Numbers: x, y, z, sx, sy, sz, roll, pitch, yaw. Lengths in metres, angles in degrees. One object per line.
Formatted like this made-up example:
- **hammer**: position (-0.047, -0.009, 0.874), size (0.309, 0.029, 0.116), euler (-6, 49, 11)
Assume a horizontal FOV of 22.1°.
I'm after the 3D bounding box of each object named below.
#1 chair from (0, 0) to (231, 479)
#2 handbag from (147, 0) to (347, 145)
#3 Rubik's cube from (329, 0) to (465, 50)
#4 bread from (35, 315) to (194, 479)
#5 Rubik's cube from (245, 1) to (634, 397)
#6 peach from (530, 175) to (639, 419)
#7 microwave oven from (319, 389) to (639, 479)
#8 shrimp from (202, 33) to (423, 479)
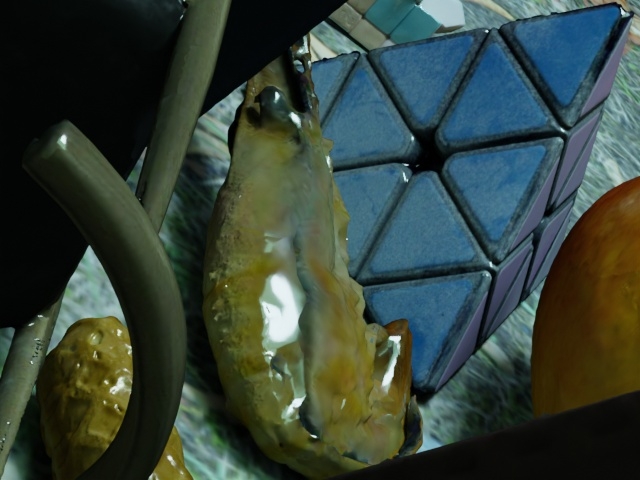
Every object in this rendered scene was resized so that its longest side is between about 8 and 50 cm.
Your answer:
- **chair**: position (-0.125, -0.044, 0.523), size (0.166, 0.188, 0.272), euler (21, 37, -19)
- **handbag**: position (-0.103, -0.206, 0.642), size (0.325, 0.269, 0.118), euler (39, 34, -26)
- **Rubik's cube**: position (0.050, -0.159, 1.007), size (0.075, 0.073, 0.084), euler (27, 34, -26)
- **bread**: position (-0.064, 0.093, 0.554), size (0.044, 0.052, 0.157), euler (13, 40, -35)
- **Rubik's cube**: position (0.076, -0.013, 0.790), size (0.211, 0.190, 0.178), euler (26, 50, -18)
- **peach**: position (0.242, 0.081, 0.714), size (0.308, 0.289, 0.289), euler (54, 31, 9)
- **microwave oven**: position (0.104, 0.147, 0.461), size (0.178, 0.247, 0.188), euler (8, 66, -45)
- **shrimp**: position (-0.009, -0.003, 0.744), size (0.117, 0.066, 0.262), euler (42, 37, -39)
